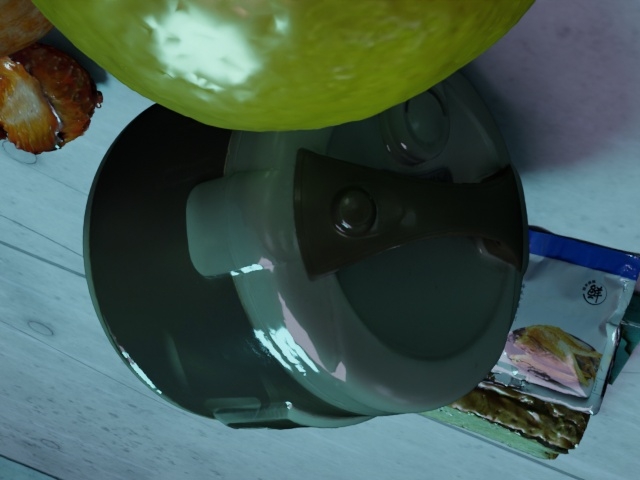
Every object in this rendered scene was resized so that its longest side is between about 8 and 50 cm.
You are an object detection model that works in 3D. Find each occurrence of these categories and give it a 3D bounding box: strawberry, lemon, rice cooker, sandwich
[{"bbox_3d":[-0.296,-0.155,1.141,0.188,0.082,0.121,-6,122,56],"label":"strawberry"},{"bbox_3d":[-0.023,-0.217,0.578,0.347,0.348,0.348,17,151,9],"label":"lemon"},{"bbox_3d":[0.000,0.000,0.940,0.325,0.335,0.335,-11,137,45],"label":"rice cooker"},{"bbox_3d":[0.180,0.171,1.273,0.248,0.095,0.273,19,170,11],"label":"sandwich"}]

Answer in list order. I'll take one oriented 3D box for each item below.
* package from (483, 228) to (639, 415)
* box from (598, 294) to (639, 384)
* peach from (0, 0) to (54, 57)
[{"bbox_3d":[0.220,0.076,1.109,0.171,0.173,0.027,15,-165,14],"label":"package"},{"bbox_3d":[0.232,0.082,1.203,0.226,0.042,0.161,17,153,9],"label":"box"},{"bbox_3d":[-0.280,-0.233,0.826,0.232,0.233,0.232,17,151,9],"label":"peach"}]
